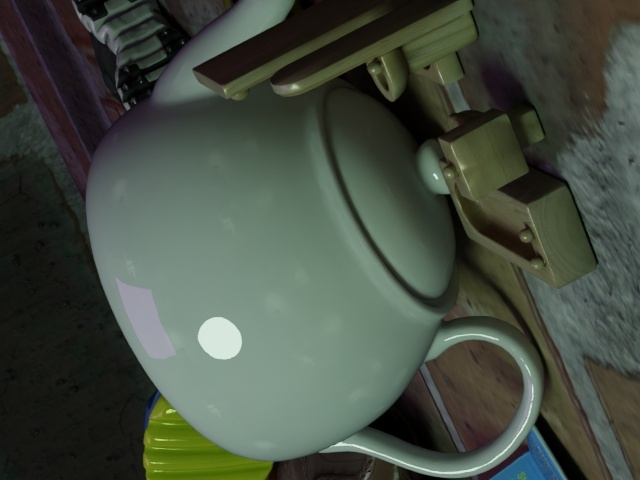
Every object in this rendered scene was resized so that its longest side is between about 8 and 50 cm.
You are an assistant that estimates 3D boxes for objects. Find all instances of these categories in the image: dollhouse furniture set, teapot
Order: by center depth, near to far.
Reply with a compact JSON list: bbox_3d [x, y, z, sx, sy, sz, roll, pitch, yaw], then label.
[{"bbox_3d":[0.036,-0.039,1.015,0.151,0.123,0.144,67,168,-21],"label":"dollhouse furniture set"},{"bbox_3d":[0.000,0.000,1.154,0.256,0.187,0.252,35,-145,-54],"label":"teapot"}]

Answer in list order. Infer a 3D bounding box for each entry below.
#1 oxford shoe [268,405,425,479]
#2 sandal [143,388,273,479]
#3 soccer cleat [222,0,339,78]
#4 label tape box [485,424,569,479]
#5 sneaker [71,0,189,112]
[{"bbox_3d":[0.035,0.186,1.653,0.363,0.130,0.133,-137,54,-76],"label":"oxford shoe"},{"bbox_3d":[-0.089,0.091,1.729,0.138,0.126,0.317,-118,38,-72],"label":"sandal"},{"bbox_3d":[-0.017,-0.106,1.286,0.072,0.060,0.179,-103,-8,-73],"label":"soccer cleat"},{"bbox_3d":[0.151,0.303,1.300,0.348,0.115,0.249,77,166,-58],"label":"label tape box"},{"bbox_3d":[-0.144,-0.140,1.703,0.234,0.078,0.106,58,171,39],"label":"sneaker"}]
